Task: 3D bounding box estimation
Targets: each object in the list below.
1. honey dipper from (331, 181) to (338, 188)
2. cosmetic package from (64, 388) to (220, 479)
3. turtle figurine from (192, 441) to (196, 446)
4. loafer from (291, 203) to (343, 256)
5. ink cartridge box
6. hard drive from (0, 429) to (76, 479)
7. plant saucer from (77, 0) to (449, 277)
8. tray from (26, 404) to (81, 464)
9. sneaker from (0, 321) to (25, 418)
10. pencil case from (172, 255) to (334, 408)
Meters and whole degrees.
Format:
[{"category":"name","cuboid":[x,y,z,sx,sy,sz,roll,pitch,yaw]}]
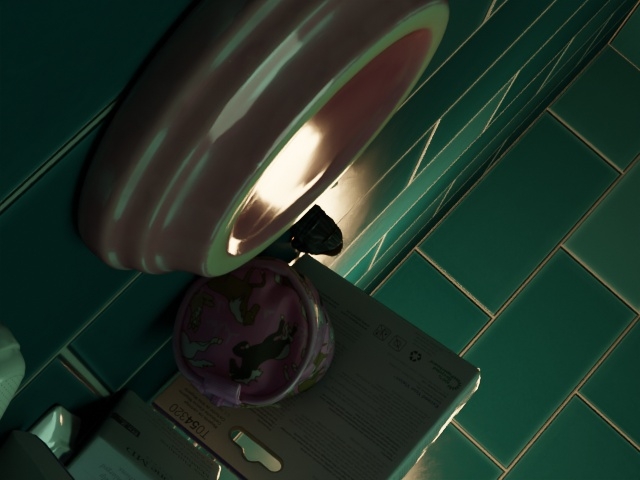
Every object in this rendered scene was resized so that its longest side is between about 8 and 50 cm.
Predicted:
[{"category":"honey dipper","cuboid":[-0.009,-0.056,1.205,0.030,0.030,0.161,-50,175,18]},{"category":"cosmetic package","cuboid":[-0.221,0.288,1.179,0.151,0.151,0.183,-48,-174,5]},{"category":"turtle figurine","cuboid":[-0.311,0.525,2.182,0.266,0.274,0.198,-21,-177,-28]},{"category":"loafer","cuboid":[0.000,0.000,1.395,0.062,0.061,0.170,-48,173,-2]},{"category":"ink cartridge box","cuboid":[-0.005,0.215,1.470,0.330,0.324,0.071,-44,153,-23]},{"category":"hard drive","cuboid":[-0.293,0.356,0.919,0.318,0.210,0.040,-56,143,4]},{"category":"plant saucer","cuboid":[-0.022,-0.092,0.743,0.332,0.084,0.332,-47,172,-8]},{"category":"tray","cuboid":[-0.338,0.276,1.050,0.270,0.030,0.145,-46,171,-13]},{"category":"sneaker","cuboid":[-0.247,0.204,0.679,0.292,0.169,0.108,-50,170,9]},{"category":"pencil case","cuboid":[-0.069,0.116,1.265,0.160,0.167,0.386,-17,171,1]}]
